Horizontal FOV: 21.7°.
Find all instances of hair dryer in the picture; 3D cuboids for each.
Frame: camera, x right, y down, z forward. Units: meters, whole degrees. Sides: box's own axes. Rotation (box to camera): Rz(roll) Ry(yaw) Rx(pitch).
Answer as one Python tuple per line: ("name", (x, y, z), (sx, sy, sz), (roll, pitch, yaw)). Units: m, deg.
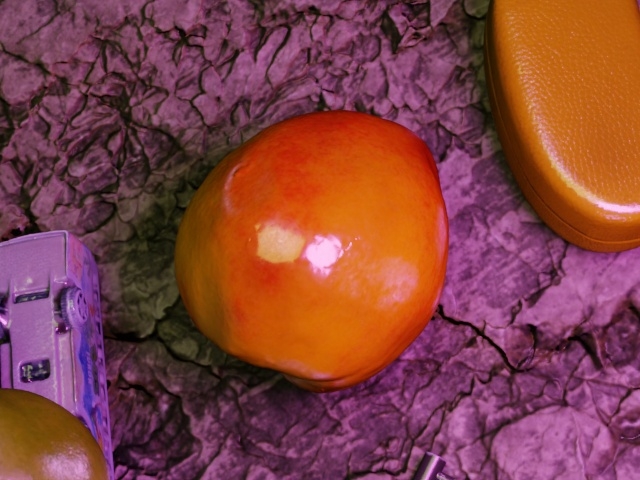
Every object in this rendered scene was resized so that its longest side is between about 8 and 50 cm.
("hair dryer", (0.142, 0.266, 1.800), (0.083, 0.026, 0.047), (24, 81, 11))

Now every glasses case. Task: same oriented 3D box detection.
("glasses case", (0.277, -0.163, 1.848), (0.173, 0.141, 0.371), (-10, 69, -6))

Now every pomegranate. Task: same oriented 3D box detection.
("pomegranate", (-0.380, 0.240, 1.684), (0.309, 0.216, 0.359), (-13, 81, 16))

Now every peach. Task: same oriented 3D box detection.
("peach", (-0.003, -0.003, 1.788), (0.289, 0.289, 0.308), (23, 85, 19))

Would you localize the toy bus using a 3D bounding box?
("toy bus", (-0.296, 0.162, 1.868), (0.109, 0.136, 0.330), (-11, 71, 11))
